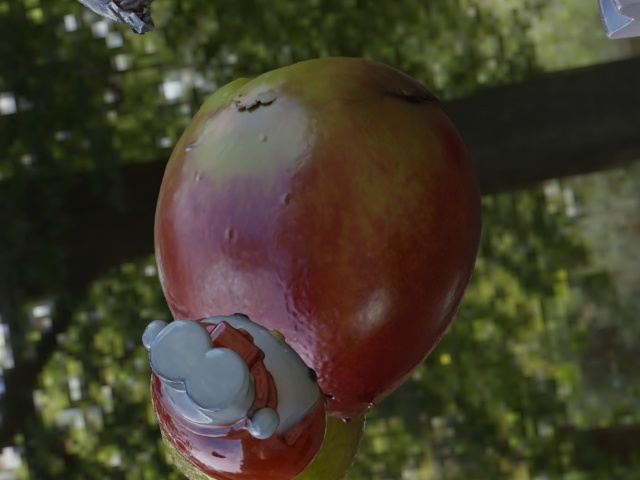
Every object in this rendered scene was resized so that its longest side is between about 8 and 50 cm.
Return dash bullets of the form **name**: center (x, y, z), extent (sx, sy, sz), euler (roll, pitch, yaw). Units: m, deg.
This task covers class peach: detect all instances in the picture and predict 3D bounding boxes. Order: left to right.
- **peach**: center (0.000, 0.000, 2.021), extent (0.370, 0.370, 0.370), euler (-9, -90, -82)

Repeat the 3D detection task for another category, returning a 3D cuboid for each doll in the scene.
- **doll**: center (-0.068, 0.133, 1.627), extent (0.130, 0.161, 0.290), euler (-54, -18, -6)

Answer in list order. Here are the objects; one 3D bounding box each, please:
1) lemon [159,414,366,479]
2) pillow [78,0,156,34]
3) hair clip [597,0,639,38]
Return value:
- **lemon**: center (-0.070, 0.207, 2.393), extent (0.267, 0.267, 0.267), euler (-9, -90, -82)
- **pillow**: center (-0.134, -0.308, 1.649), extent (0.169, 0.255, 0.059), euler (41, -174, -9)
- **hair clip**: center (0.495, -0.305, 2.323), extent (0.101, 0.331, 0.085), euler (89, 173, -67)
